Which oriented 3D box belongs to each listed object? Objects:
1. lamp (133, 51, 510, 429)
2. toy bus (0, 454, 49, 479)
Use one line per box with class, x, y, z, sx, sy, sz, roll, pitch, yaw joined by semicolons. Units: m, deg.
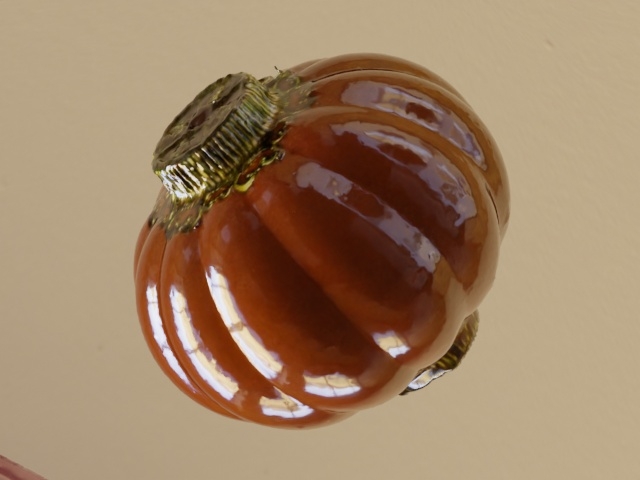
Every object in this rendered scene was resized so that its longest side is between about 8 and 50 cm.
lamp;0.000;0.000;0.861;0.223;0.223;0.196;-41;-68;10
toy bus;-0.119;0.125;0.592;0.063;0.203;0.090;-25;-68;-32
